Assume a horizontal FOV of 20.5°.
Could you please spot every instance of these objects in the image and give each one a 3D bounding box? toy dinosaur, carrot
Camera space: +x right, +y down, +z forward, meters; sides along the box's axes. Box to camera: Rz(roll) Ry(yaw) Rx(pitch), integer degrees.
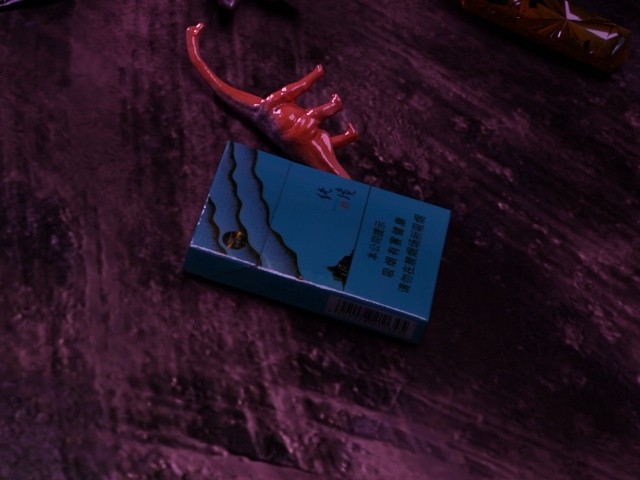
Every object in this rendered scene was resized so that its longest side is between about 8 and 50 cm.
[{"bbox_3d":[-0.031,-0.131,1.761,0.101,0.055,0.279,-31,61,-14],"label":"toy dinosaur"},{"bbox_3d":[0.241,-0.257,1.985,0.229,0.069,0.069,28,43,10],"label":"carrot"}]

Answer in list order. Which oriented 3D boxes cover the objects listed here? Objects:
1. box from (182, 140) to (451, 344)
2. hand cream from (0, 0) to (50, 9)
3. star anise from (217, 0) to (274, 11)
[{"bbox_3d":[0.000,0.000,1.642,0.226,0.042,0.161,18,41,-1],"label":"box"},{"bbox_3d":[-0.355,-0.375,1.913,0.121,0.076,0.336,-16,58,-25],"label":"hand cream"},{"bbox_3d":[-0.083,-0.316,1.928,0.197,0.073,0.212,32,46,20],"label":"star anise"}]
